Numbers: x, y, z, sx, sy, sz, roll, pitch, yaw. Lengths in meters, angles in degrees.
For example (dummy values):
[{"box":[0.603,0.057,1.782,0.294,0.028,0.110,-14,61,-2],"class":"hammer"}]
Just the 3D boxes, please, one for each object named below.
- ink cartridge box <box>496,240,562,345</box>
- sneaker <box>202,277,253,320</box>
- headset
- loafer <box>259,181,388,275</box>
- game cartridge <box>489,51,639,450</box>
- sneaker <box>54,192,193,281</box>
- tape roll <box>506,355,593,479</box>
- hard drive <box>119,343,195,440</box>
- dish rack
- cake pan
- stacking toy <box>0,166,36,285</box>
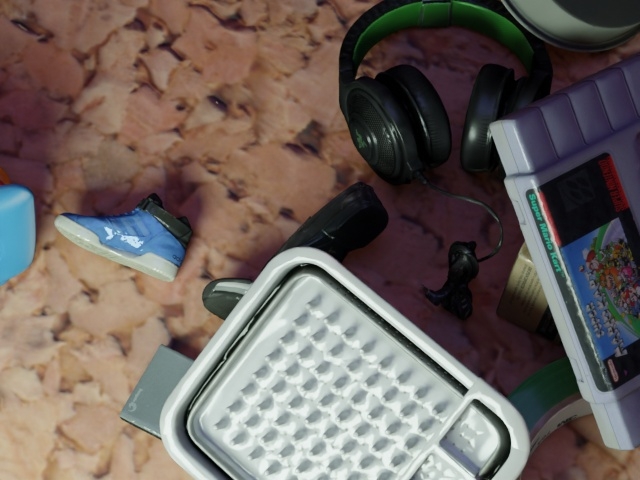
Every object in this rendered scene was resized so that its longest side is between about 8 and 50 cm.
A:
[{"box":[0.290,-0.024,1.852,0.088,0.193,0.234,29,72,10],"class":"ink cartridge box"},{"box":[-0.035,0.128,1.866,0.229,0.086,0.132,16,71,8],"class":"sneaker"},{"box":[0.146,-0.113,1.953,0.243,0.185,0.394,-2,52,-2],"class":"headset"},{"box":[0.000,0.000,1.919,0.170,0.062,0.061,-34,39,13],"class":"loafer"},{"box":[0.318,0.007,1.720,0.230,0.068,0.355,-27,101,-32],"class":"game cartridge"},{"box":[-0.219,-0.019,1.947,0.152,0.058,0.084,22,76,7],"class":"sneaker"},{"box":[0.317,0.274,1.790,0.321,0.077,0.321,-1,67,2],"class":"tape roll"},{"box":[-0.139,0.183,1.879,0.135,0.022,0.094,25,71,13],"class":"hard drive"},{"box":[0.027,0.196,1.778,0.333,0.072,0.285,40,105,10],"class":"dish rack"},{"box":[0.313,-0.366,1.983,0.293,0.054,0.293,1,88,-29],"class":"cake pan"},{"box":[-0.440,-0.096,1.956,0.175,0.165,0.301,-10,55,-18],"class":"stacking toy"}]
